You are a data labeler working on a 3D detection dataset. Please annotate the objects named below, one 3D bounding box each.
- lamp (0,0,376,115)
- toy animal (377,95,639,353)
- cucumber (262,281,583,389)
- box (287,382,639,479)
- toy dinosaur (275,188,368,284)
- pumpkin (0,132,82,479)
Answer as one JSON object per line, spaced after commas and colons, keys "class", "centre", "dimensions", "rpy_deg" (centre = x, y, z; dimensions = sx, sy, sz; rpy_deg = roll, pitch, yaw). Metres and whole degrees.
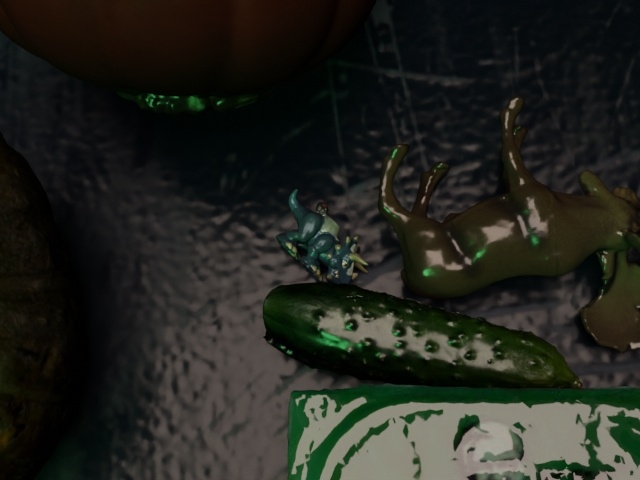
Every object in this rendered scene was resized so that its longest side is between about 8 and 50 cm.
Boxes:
{"class": "lamp", "centre": [-0.097, -0.225, 0.516], "dimensions": [0.303, 0.257, 0.303], "rpy_deg": [5, 38, -4]}
{"class": "toy animal", "centre": [0.161, -0.003, 0.528], "dimensions": [0.214, 0.094, 0.186], "rpy_deg": [-21, 69, 7]}
{"class": "cucumber", "centre": [0.069, 0.074, 0.520], "dimensions": [0.228, 0.069, 0.069], "rpy_deg": [11, 75, 6]}
{"class": "box", "centre": [0.110, 0.260, 0.441], "dimensions": [0.264, 0.106, 0.336], "rpy_deg": [1, 73, 5]}
{"class": "toy dinosaur", "centre": [0.000, 0.000, 0.564], "dimensions": [0.083, 0.030, 0.047], "rpy_deg": [43, 81, 14]}
{"class": "pumpkin", "centre": [-0.295, 0.097, 0.495], "dimensions": [0.325, 0.242, 0.232], "rpy_deg": [-33, 103, -9]}
